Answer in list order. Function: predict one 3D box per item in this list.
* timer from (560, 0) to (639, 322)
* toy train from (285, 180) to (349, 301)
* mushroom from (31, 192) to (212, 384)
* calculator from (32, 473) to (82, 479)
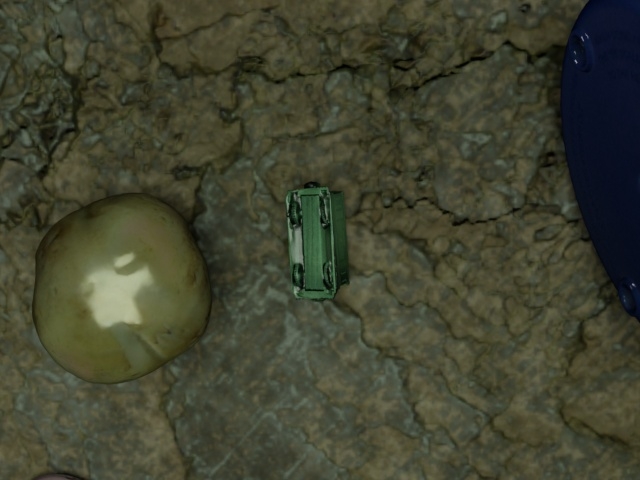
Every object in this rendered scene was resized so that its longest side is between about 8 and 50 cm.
[{"bbox_3d":[0.387,-0.089,0.600,0.383,0.270,0.271,-17,94,-6],"label":"timer"},{"bbox_3d":[0.000,0.000,0.702,0.038,0.056,0.093,-3,95,19],"label":"toy train"},{"bbox_3d":[-0.152,0.036,0.684,0.147,0.112,0.148,0,93,1],"label":"mushroom"},{"bbox_3d":[-0.230,0.275,0.753,0.103,0.024,0.166,18,95,0],"label":"calculator"}]
